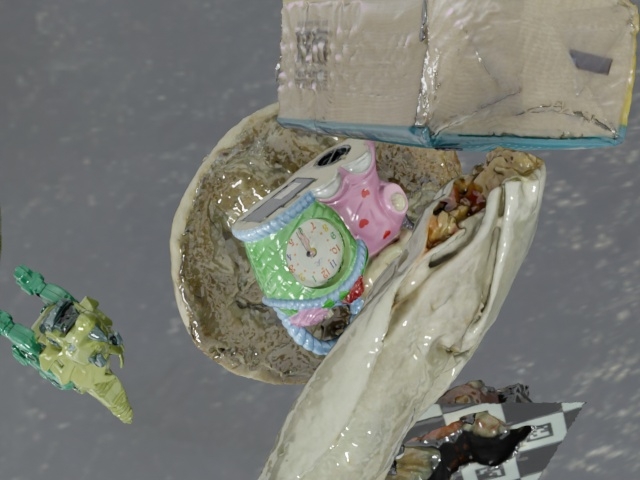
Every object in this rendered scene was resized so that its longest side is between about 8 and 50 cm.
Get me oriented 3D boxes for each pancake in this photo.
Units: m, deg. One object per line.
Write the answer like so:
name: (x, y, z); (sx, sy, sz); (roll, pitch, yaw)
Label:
pancake: (-0.001, 0.001, 2.059); (0.082, 0.387, 0.387); (-134, 56, -60)

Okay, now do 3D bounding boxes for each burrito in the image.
burrito: (0.030, 0.105, 1.120); (0.076, 0.117, 0.392); (32, 91, 21)

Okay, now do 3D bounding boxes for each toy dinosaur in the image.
toy dinosaur: (-0.260, 0.121, 1.833); (0.153, 0.259, 0.094); (29, 68, 23)

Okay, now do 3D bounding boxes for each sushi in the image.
sushi: (0.092, 0.225, 1.782); (0.292, 0.294, 0.059); (112, 152, -48)

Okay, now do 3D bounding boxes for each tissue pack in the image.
tissue pack: (0.100, -0.142, 1.362); (0.271, 0.192, 0.134); (-166, 76, -63)

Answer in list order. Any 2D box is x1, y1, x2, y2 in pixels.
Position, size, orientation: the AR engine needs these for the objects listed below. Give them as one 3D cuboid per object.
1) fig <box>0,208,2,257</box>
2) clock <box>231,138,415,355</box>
fig: (-0.382, 0.003, 1.191); (0.316, 0.316, 0.316); (5, 99, 33)
clock: (0.023, 0.017, 1.793); (0.195, 0.194, 0.100); (58, 160, -21)
